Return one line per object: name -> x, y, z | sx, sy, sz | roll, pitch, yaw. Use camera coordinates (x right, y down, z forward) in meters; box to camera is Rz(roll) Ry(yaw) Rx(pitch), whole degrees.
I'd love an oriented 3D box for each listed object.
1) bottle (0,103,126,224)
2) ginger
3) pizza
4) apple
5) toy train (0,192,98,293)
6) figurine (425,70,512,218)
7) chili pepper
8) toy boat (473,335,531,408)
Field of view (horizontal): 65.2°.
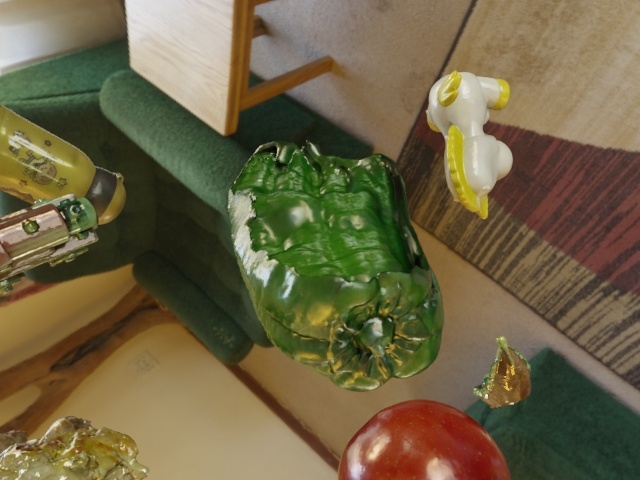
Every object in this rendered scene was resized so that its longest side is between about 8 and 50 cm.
bottle -> -0.628, -0.153, 1.174 | 0.171, 0.171, 0.351 | 3, 157, 45
ginger -> -0.781, 0.584, 1.278 | 0.375, 0.256, 0.176 | -11, 125, 11
pizza -> -0.392, 0.338, 0.754 | 0.223, 0.323, 0.089 | -4, 81, 12
apple -> 0.152, 0.381, 0.774 | 0.216, 0.260, 0.260 | 41, 146, 44
toy train -> -0.580, -0.003, 0.983 | 0.221, 0.304, 0.150 | -19, 100, 56
figurine -> 0.178, -0.113, 0.606 | 0.109, 0.129, 0.178 | -9, 94, 32
chili pepper -> 0.004, 0.008, 0.575 | 0.385, 0.213, 0.167 | -114, 26, -54
toy boat -> 0.358, 0.272, 0.975 | 0.293, 0.108, 0.099 | 65, -179, -60
